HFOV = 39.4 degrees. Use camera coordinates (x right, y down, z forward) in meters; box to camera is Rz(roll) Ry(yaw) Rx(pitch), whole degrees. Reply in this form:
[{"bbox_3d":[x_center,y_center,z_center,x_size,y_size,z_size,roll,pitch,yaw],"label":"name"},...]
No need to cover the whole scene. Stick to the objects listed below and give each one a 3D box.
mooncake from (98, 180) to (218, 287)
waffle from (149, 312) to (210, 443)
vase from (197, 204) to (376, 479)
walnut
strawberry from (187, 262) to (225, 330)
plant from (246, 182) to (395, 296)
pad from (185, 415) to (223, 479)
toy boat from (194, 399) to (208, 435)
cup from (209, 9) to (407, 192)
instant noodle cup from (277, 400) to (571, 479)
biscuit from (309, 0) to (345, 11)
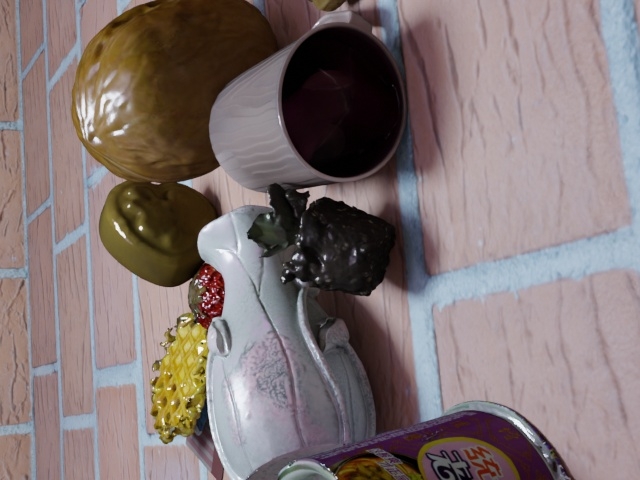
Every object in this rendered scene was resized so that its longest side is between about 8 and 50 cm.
[{"bbox_3d":[-0.318,-0.020,1.795,0.117,0.235,0.235,-57,43,40],"label":"mooncake"},{"bbox_3d":[-0.292,0.283,1.863,0.262,0.060,0.280,-13,67,54],"label":"waffle"},{"bbox_3d":[-0.067,0.159,1.389,0.250,0.250,0.445,-55,40,44],"label":"vase"},{"bbox_3d":[-0.251,-0.268,1.568,0.308,0.398,0.354,53,143,-2],"label":"walnut"},{"bbox_3d":[-0.213,0.112,1.766,0.145,0.086,0.145,-8,81,59],"label":"strawberry"},{"bbox_3d":[0.000,0.000,1.288,0.203,0.131,0.142,14,110,25],"label":"plant"},{"bbox_3d":[-0.234,0.329,1.874,0.202,0.005,0.300,25,111,57],"label":"pad"},{"bbox_3d":[-0.271,0.373,1.895,0.149,0.034,0.105,-59,36,38],"label":"toy boat"},{"bbox_3d":[-0.027,-0.214,1.336,0.273,0.208,0.288,-9,83,61],"label":"cup"},{"bbox_3d":[0.106,0.366,1.045,0.340,0.266,0.340,-3,86,58],"label":"instant noodle cup"},{"bbox_3d":[0.008,-0.518,1.418,0.183,0.047,0.320,4,87,53],"label":"biscuit"}]
